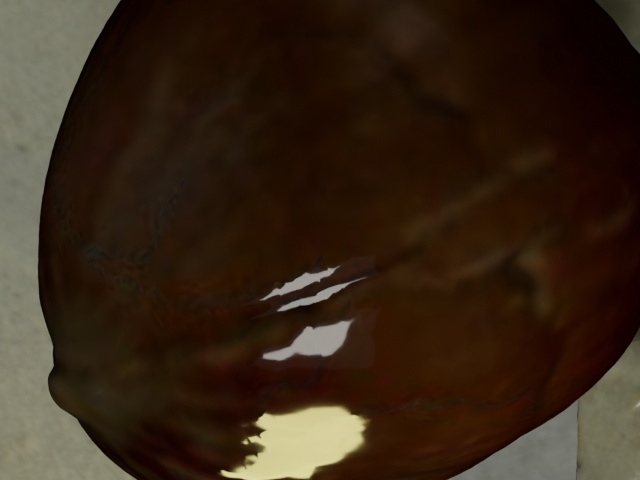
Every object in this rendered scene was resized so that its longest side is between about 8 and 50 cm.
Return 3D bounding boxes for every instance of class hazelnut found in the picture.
[{"bbox_3d":[0.000,0.000,0.535,0.229,0.229,0.229,10,135,10],"label":"hazelnut"}]

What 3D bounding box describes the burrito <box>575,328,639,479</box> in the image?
[{"bbox_3d":[0.241,0.076,0.599,0.299,0.105,0.143,-2,137,24],"label":"burrito"}]
